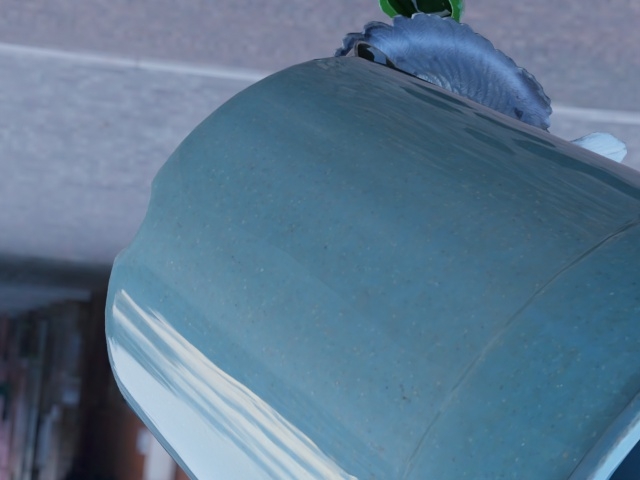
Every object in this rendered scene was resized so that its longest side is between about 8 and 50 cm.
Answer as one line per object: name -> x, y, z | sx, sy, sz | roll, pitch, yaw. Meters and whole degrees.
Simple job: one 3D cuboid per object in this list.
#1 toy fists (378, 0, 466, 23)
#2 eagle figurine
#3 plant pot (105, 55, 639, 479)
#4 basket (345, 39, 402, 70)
toy fists -> 0.051, -0.324, 1.618 | 0.096, 0.279, 0.142 | -36, -166, 22
eagle figurine -> 0.144, -0.094, 1.609 | 0.298, 0.226, 0.225 | 48, -156, 11
plant pot -> 0.082, 0.080, 0.803 | 0.341, 0.341, 0.334 | 11, -161, -48
basket -> 0.000, 0.000, 1.153 | 0.227, 0.204, 0.154 | -37, 157, 18
